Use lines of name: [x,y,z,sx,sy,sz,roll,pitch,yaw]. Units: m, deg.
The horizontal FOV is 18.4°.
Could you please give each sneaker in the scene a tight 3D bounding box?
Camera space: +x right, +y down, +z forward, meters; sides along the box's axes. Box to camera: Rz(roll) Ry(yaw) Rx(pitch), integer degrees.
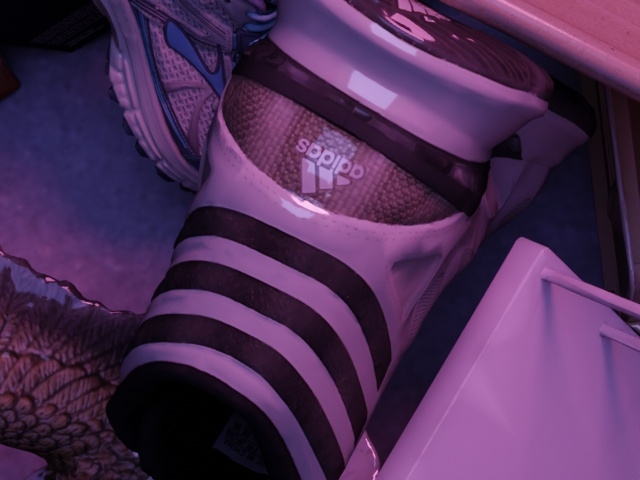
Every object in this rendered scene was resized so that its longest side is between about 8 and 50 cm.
sneaker: [-0.001,-0.001,0.976,0.169,0.447,0.257,32,97,8]
sneaker: [-0.055,-0.122,1.064,0.122,0.283,0.110,-1,51,29]

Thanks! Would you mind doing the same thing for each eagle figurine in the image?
eagle figurine: [-0.141,0.126,1.046,0.225,0.298,0.226,-60,42,28]

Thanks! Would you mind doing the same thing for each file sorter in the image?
file sorter: [0.176,0.165,0.978,0.173,0.278,0.193,24,79,43]

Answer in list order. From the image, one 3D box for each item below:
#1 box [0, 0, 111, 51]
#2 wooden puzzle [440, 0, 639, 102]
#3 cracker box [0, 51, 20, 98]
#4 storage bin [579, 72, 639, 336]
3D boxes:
box: [-0.203,-0.249,1.122,0.103,0.184,0.261,-26,78,24]
wooden puzzle: [0.238,-0.162,0.989,0.322,0.080,0.347,27,58,-4]
cracker box: [-0.308,-0.150,1.174,0.156,0.067,0.232,-34,80,-3]
storage bin: [0.284,-0.084,1.121,0.262,0.123,0.260,-5,79,0]
